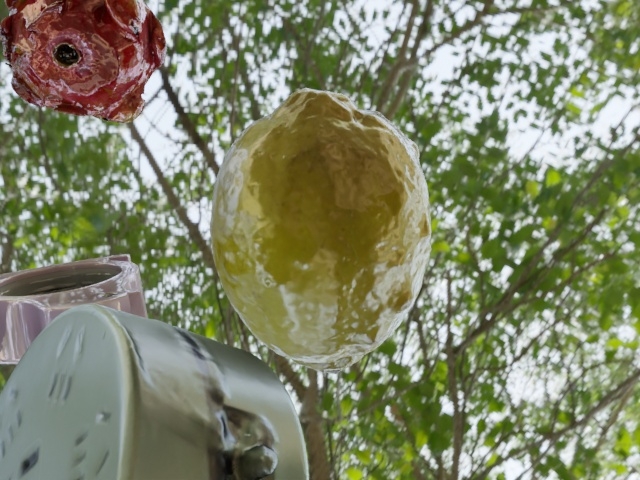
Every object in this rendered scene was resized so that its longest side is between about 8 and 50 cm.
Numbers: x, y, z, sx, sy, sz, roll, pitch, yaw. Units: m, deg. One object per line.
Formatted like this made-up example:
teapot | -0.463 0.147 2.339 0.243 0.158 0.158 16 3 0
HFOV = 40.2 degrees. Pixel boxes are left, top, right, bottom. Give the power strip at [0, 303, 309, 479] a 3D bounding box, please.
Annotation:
power strip | -0.163 0.221 0.701 0.161 0.357 0.358 23 -137 -32

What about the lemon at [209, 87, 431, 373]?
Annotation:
lemon | -0.001 -0.007 1.032 0.285 0.285 0.316 17 -93 3

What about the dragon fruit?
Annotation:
dragon fruit | -0.157 -0.120 0.577 0.112 0.126 0.068 13 -135 -30

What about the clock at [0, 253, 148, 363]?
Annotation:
clock | -0.341 0.092 1.006 0.290 0.080 0.275 -11 -168 -18
